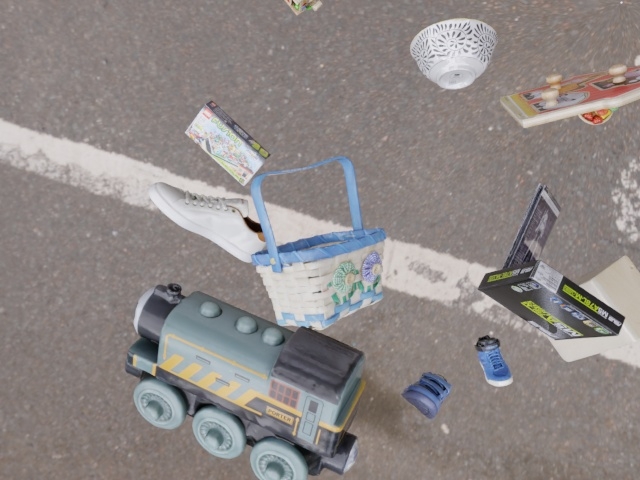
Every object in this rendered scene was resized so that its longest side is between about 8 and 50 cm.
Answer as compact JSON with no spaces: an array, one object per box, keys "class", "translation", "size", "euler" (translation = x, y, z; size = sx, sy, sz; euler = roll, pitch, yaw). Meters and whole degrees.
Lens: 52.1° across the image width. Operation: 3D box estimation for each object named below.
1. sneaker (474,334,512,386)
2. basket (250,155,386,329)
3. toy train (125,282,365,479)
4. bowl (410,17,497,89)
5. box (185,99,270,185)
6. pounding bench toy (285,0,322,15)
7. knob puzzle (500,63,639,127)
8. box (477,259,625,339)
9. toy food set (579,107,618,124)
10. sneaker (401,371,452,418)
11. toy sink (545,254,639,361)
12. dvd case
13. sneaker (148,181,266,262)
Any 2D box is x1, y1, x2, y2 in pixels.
[{"class":"sneaker","translation":[0.401,0.274,1.525],"size":[0.058,0.152,0.085],"euler":[-14,105,3]},{"class":"basket","translation":[0.000,0.000,1.205],"size":[0.201,0.254,0.289],"euler":[-11,97,46]},{"class":"toy train","translation":[-0.097,0.175,0.830],"size":[0.333,0.142,0.190],"euler":[22,120,15]},{"class":"bowl","translation":[0.261,-0.348,1.277],"size":[0.170,0.170,0.080],"euler":[-9,69,27]},{"class":"box","translation":[-0.240,-0.251,1.697],"size":[0.207,0.036,0.114],"euler":[42,127,-6]},{"class":"pounding bench toy","translation":[-0.032,-0.489,1.328],"size":[0.052,0.065,0.083],"euler":[-38,87,-9]},{"class":"knob puzzle","translation":[0.316,-0.184,0.761],"size":[0.213,0.213,0.030],"euler":[-8,110,27]},{"class":"box","translation":[0.405,0.111,1.168],"size":[0.190,0.045,0.184],"euler":[33,161,-8]},{"class":"toy food set","translation":[0.557,-0.277,1.325],"size":[0.082,0.020,0.083],"euler":[-41,89,-3]},{"class":"sneaker","translation":[0.148,0.208,0.901],"size":[0.053,0.144,0.059],"euler":[40,86,13]},{"class":"toy sink","translation":[0.607,0.154,1.443],"size":[0.153,0.131,0.234],"euler":[57,155,10]},{"class":"dvd case","translation":[0.426,0.009,1.337],"size":[0.018,0.164,0.221],"euler":[24,89,34]},{"class":"sneaker","translation":[-0.236,-0.071,1.456],"size":[0.290,0.106,0.123],"euler":[31,109,-28]}]
